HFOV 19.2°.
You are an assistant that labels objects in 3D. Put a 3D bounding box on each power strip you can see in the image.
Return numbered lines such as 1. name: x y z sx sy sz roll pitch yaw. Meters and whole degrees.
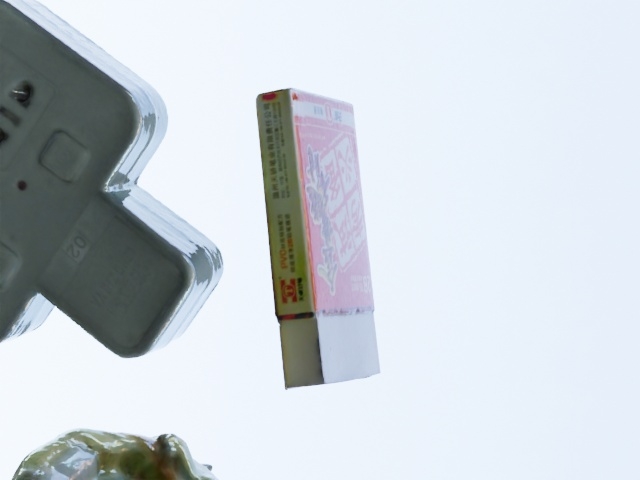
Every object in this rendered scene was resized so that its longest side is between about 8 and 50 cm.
1. power strip: -0.193 -0.027 1.418 0.261 0.141 0.229 36 -76 7

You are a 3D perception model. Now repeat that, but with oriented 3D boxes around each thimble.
1. thimble: -0.180 0.306 1.677 0.288 0.254 0.167 -81 -165 -50

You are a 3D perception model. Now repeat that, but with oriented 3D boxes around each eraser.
1. eraser: 0.000 0.000 1.509 0.038 0.157 0.230 -7 -93 18
